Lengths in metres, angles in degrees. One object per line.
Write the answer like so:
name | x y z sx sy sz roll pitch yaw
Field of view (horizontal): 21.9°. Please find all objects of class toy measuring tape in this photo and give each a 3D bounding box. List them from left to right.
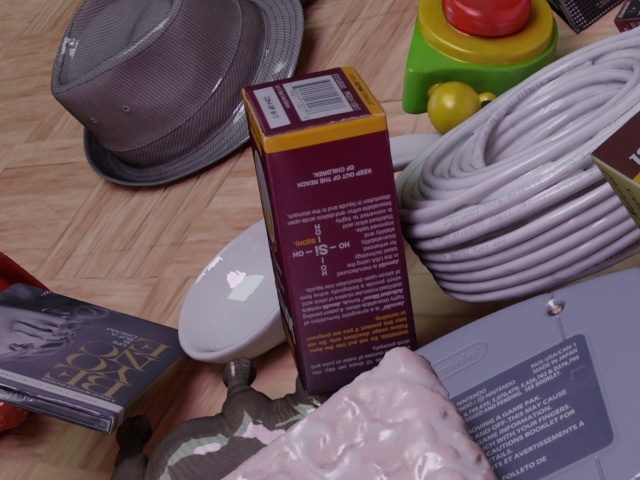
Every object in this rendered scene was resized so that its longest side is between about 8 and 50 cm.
toy measuring tape | 0.139 -0.195 1.340 0.121 0.121 0.330 -20 36 29

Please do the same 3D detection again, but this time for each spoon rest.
spoon rest | 0.000 0.000 1.273 0.276 0.084 0.137 -32 32 12

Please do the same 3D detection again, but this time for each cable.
cable | 0.171 -0.056 1.112 0.257 0.089 0.257 -37 15 -19

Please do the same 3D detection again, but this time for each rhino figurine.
rhino figurine | -0.050 0.137 1.162 0.243 0.073 0.106 -31 28 8

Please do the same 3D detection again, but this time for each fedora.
fedora | -0.160 -0.179 1.593 0.275 0.124 0.244 -6 58 44

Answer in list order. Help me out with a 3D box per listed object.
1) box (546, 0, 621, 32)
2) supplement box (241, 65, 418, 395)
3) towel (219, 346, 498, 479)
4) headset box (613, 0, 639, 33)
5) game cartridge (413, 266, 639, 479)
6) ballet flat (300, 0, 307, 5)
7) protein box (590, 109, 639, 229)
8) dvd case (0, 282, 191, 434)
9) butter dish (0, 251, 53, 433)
box | 0.273 -0.314 1.406 0.270 0.060 0.216 -37 32 5
supplement box | 0.007 -0.007 1.097 0.080 0.188 0.104 -12 25 -6
towel | -0.008 0.262 0.878 0.317 0.053 0.332 -36 49 10
headset box | 0.269 -0.181 1.266 0.083 0.032 0.062 -1 48 47
game cartridge | 0.088 0.137 0.994 0.294 0.060 0.196 -29 37 17
ballet flat | -0.016 -0.271 1.673 0.250 0.058 0.084 -46 49 0
protein box | 0.281 0.011 0.846 0.136 0.200 0.201 -41 31 -3
dvd case | -0.197 0.083 1.248 0.164 0.018 0.221 16 15 9
butter dish | -0.282 0.111 1.397 0.160 0.160 0.118 -40 54 1
